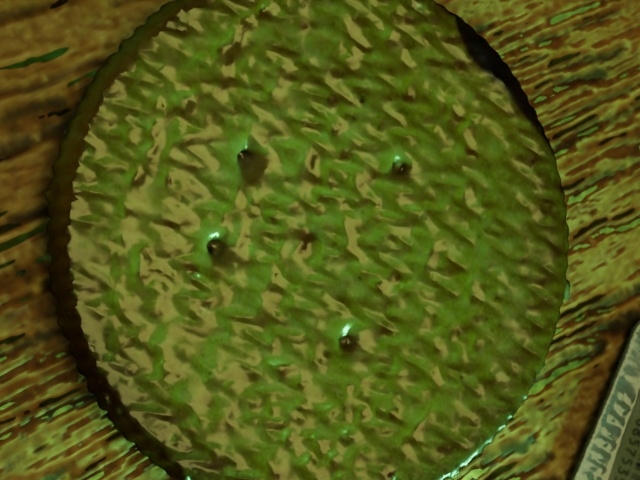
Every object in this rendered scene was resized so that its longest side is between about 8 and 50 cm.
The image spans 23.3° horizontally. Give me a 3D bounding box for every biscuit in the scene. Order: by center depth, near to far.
[{"bbox_3d":[0.000,0.000,0.829,0.305,0.038,0.305,2,85,-25],"label":"biscuit"}]

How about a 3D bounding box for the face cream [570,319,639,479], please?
[{"bbox_3d":[0.278,0.172,0.934,0.273,0.096,0.154,27,78,-8],"label":"face cream"}]
